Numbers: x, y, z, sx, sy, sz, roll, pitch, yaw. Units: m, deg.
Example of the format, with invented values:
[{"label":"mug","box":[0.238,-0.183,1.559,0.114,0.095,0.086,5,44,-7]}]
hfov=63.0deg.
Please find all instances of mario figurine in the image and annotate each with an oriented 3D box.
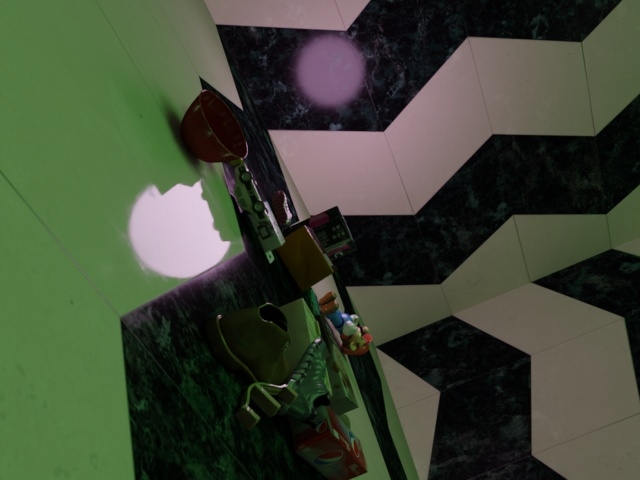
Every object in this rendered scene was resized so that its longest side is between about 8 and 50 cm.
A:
[{"label":"mario figurine","box":[0.132,0.358,2.259,0.321,0.170,0.198,56,44,-25]}]

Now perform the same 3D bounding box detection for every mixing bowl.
[{"label":"mixing bowl","box":[-0.267,-0.256,1.249,0.181,0.098,0.181,54,21,-31]}]

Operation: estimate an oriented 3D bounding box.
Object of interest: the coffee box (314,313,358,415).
[{"label":"coffee box","box":[0.009,0.349,1.451,0.141,0.098,0.247,59,9,-57]}]

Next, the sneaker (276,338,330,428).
[{"label":"sneaker","box":[-0.015,0.299,1.092,0.098,0.083,0.224,29,33,7]}]

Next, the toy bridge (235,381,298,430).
[{"label":"toy bridge","box":[-0.099,0.277,0.913,0.063,0.026,0.188,39,9,17]}]

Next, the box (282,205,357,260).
[{"label":"box","box":[0.000,0.000,2.110,0.142,0.247,0.163,54,14,-64]}]

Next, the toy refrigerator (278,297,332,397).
[{"label":"toy refrigerator","box":[-0.043,0.271,1.299,0.269,0.094,0.102,-106,171,-59]}]

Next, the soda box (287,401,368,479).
[{"label":"soda box","box":[0.021,0.451,1.148,0.263,0.092,0.083,61,7,-46]}]

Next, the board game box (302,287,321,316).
[{"label":"board game box","box":[-0.033,0.233,1.963,0.186,0.026,0.126,-107,172,-54]}]

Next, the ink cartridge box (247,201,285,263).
[{"label":"ink cartridge box","box":[-0.161,-0.027,1.618,0.104,0.060,0.180,-74,140,-83]}]

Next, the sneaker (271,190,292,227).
[{"label":"sneaker","box":[-0.154,-0.122,2.133,0.075,0.063,0.170,57,15,-59]}]

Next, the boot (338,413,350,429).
[{"label":"boot","box":[0.048,0.513,1.497,0.118,0.042,0.087,66,11,6]}]

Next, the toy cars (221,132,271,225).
[{"label":"toy cars","box":[-0.244,-0.200,1.437,0.176,0.087,0.394,-117,-176,-57]}]

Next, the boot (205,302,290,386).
[{"label":"boot","box":[-0.094,0.203,0.972,0.305,0.115,0.112,62,3,-60]}]

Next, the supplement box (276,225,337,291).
[{"label":"supplement box","box":[-0.049,0.062,1.856,0.191,0.129,0.194,58,4,4]}]
